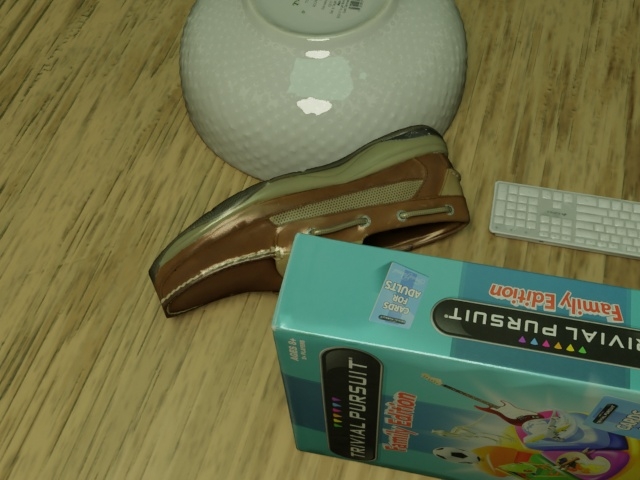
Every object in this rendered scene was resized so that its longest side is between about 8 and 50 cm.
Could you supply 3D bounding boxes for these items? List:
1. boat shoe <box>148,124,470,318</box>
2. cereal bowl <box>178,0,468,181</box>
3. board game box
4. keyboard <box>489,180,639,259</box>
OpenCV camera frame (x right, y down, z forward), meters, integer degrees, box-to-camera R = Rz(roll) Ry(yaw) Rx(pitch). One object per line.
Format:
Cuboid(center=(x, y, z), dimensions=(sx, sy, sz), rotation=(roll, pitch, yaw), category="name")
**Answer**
Cuboid(center=(0.000, 0.000, 0.777), dimensions=(0.324, 0.122, 0.120), rotation=(-25, 74, -10), category="boat shoe")
Cuboid(center=(0.001, -0.231, 0.911), dimensions=(0.339, 0.141, 0.339), rotation=(-1, 57, 2), category="cereal bowl")
Cuboid(center=(0.143, 0.118, 0.614), dimensions=(0.336, 0.253, 0.079), rotation=(9, 59, 8), category="board game box")
Cuboid(center=(0.305, -0.015, 0.834), dimensions=(0.256, 0.014, 0.072), rotation=(10, 58, 8), category="keyboard")
